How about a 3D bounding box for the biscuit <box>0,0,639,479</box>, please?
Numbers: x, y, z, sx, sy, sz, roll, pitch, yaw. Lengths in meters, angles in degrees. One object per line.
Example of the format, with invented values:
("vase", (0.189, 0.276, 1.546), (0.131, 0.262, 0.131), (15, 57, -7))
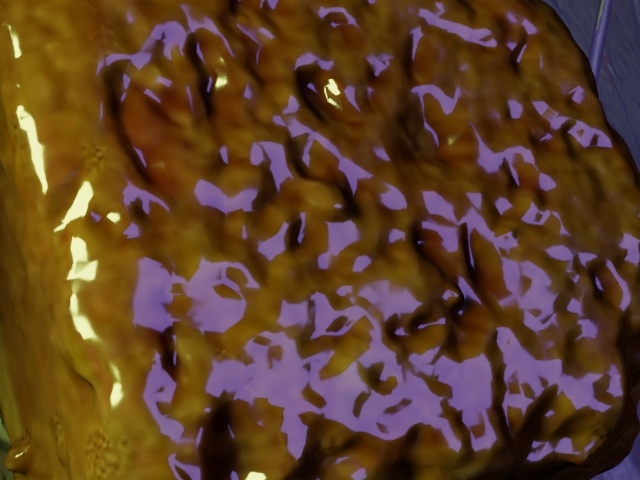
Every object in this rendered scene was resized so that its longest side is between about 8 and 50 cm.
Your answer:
("biscuit", (0.000, 0.000, 0.853), (0.395, 0.166, 0.342), (-10, 74, -30))
